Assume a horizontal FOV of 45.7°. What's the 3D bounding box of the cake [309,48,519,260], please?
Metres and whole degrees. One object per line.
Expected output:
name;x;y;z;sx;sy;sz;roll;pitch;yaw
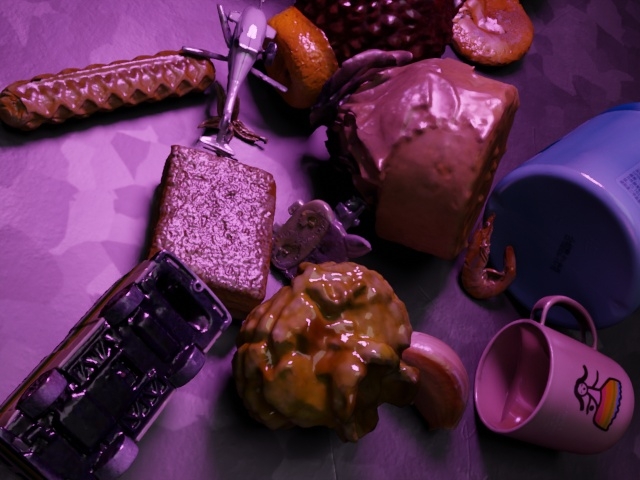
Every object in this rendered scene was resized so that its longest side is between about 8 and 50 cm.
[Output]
cake;0.140;-0.160;1.297;0.321;0.332;0.332;23;53;14

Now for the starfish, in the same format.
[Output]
starfish;-0.149;-0.194;1.300;0.130;0.041;0.133;28;76;-33

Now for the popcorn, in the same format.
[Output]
popcorn;0.011;0.158;1.087;0.270;0.224;0.258;7;62;-8

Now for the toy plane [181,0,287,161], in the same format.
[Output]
toy plane;-0.140;-0.276;1.217;0.182;0.107;0.273;35;53;-8

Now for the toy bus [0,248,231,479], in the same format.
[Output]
toy bus;-0.270;0.170;0.961;0.143;0.179;0.305;48;53;-17

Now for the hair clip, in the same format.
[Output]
hair clip;-0.002;0.000;1.210;0.146;0.187;0.056;48;11;13

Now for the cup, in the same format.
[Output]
cup;0.404;0.225;1.282;0.200;0.191;0.253;21;75;-21

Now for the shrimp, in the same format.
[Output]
shrimp;0.311;0.032;1.374;0.095;0.162;0.045;17;15;18

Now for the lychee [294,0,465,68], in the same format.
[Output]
lychee;0.116;-0.442;1.413;0.330;0.306;0.306;-1;64;-3

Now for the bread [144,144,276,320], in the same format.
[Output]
bread;-0.166;-0.010;1.156;0.184;0.110;0.234;16;58;-18

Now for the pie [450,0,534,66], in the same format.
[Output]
pie;0.373;-0.506;1.722;0.273;0.069;0.273;12;58;-19

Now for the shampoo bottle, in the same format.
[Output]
shampoo bottle;0.526;-0.047;1.407;0.342;0.331;0.331;-31;83;-35

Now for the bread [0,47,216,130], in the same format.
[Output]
bread;-0.328;-0.245;1.206;0.367;0.084;0.077;-22;118;-34

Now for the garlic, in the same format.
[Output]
garlic;0.157;0.202;1.231;0.206;0.128;0.115;34;30;0

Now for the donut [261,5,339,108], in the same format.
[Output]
donut;-0.046;-0.314;1.336;0.074;0.174;0.190;-29;74;-17
